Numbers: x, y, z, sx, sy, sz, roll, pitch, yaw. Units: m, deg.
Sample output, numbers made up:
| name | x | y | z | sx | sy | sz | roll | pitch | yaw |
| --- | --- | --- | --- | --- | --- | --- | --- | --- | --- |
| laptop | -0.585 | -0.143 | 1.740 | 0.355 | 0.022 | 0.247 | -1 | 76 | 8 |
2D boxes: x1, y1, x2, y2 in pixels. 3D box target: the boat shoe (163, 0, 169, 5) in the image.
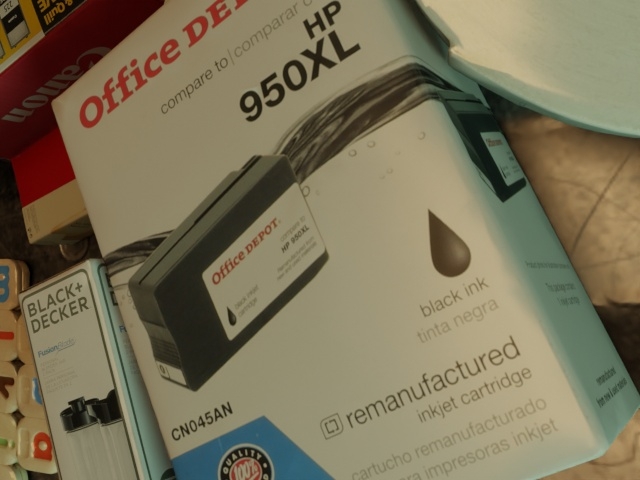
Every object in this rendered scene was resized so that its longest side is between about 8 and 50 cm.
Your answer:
| name | x | y | z | sx | sy | sz | roll | pitch | yaw |
| --- | --- | --- | --- | --- | --- | --- | --- | --- | --- |
| boat shoe | -0.048 | -0.268 | 0.633 | 0.081 | 0.079 | 0.228 | 32 | 88 | -7 |

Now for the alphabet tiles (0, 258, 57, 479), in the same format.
| name | x | y | z | sx | sy | sz | roll | pitch | yaw |
| --- | --- | --- | --- | --- | --- | --- | --- | --- | --- |
| alphabet tiles | -0.387 | 0.163 | 0.836 | 0.277 | 0.021 | 0.284 | -2 | 87 | 30 |

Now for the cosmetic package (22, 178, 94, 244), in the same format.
| name | x | y | z | sx | sy | sz | roll | pitch | yaw |
| --- | --- | --- | --- | --- | --- | --- | --- | --- | --- |
| cosmetic package | -0.239 | -0.033 | 0.738 | 0.115 | 0.060 | 0.041 | -22 | 79 | 28 |

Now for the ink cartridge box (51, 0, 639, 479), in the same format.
| name | x | y | z | sx | sy | sz | roll | pitch | yaw |
| --- | --- | --- | --- | --- | --- | --- | --- | --- | --- |
| ink cartridge box | 0.000 | 0.000 | 0.540 | 0.285 | 0.166 | 0.395 | -30 | 73 | 25 |

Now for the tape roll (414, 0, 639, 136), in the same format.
| name | x | y | z | sx | sy | sz | roll | pitch | yaw |
| --- | --- | --- | --- | --- | --- | --- | --- | --- | --- |
| tape roll | 0.213 | -0.250 | 0.409 | 0.391 | 0.072 | 0.392 | 2 | 97 | 12 |

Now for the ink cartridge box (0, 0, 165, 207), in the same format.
| name | x | y | z | sx | sy | sz | roll | pitch | yaw |
| --- | --- | --- | --- | --- | --- | --- | --- | --- | --- |
| ink cartridge box | -0.283 | -0.212 | 0.730 | 0.309 | 0.130 | 0.272 | -28 | 76 | 25 |

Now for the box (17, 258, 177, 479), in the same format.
| name | x | y | z | sx | sy | sz | roll | pitch | yaw |
| --- | --- | --- | --- | --- | --- | --- | --- | --- | --- |
| box | -0.128 | 0.162 | 0.605 | 0.087 | 0.169 | 0.290 | -24 | 76 | 27 |
